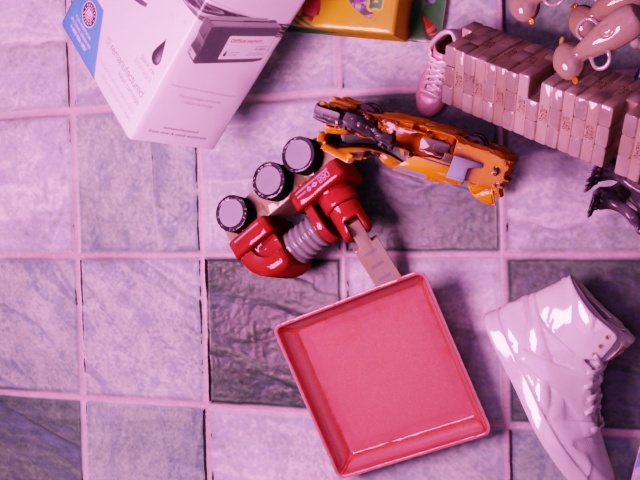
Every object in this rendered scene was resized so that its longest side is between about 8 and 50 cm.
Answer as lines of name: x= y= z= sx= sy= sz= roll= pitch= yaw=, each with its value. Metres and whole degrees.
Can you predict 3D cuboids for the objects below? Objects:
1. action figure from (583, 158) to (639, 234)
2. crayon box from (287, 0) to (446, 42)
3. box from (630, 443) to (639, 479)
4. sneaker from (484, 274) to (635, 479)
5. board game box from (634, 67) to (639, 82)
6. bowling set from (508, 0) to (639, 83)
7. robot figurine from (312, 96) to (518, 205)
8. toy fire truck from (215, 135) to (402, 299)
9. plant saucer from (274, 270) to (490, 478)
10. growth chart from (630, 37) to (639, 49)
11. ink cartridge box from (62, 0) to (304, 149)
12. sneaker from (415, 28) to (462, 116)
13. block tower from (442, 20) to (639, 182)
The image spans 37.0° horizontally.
action figure: x=0.475 y=-0.012 z=1.224 sx=0.275 sy=0.164 sz=0.141 roll=25 pitch=64 yaw=24
crayon box: x=0.033 y=-0.410 z=1.422 sx=0.318 sy=0.081 sz=0.202 roll=9 pitch=96 yaw=21
box: x=0.483 y=0.312 z=1.297 sx=0.109 sy=0.042 sz=0.178 roll=15 pitch=99 yaw=21
sneaker: x=0.364 y=0.194 z=1.305 sx=0.169 sy=0.108 sz=0.293 roll=-31 pitch=80 yaw=24
board game box: x=0.471 y=-0.175 z=1.236 sx=0.194 sy=0.060 sz=0.194 roll=38 pitch=141 yaw=-3
bowling set: x=0.347 y=-0.335 z=1.253 sx=0.154 sy=0.199 sz=0.287 roll=-33 pitch=67 yaw=42
robot figurine: x=0.125 y=-0.132 z=1.339 sx=0.291 sy=0.211 sz=0.085 roll=18 pitch=103 yaw=13
toy fire truck: x=0.000 y=0.000 z=1.438 sx=0.217 sy=0.158 sz=0.246 roll=-39 pitch=68 yaw=19
plant saucer: x=0.094 y=0.200 z=1.434 sx=0.258 sy=0.047 sz=0.259 roll=-22 pitch=92 yaw=22
growth chart: x=0.516 y=-0.328 z=1.261 sx=0.172 sy=0.021 sz=0.237 roll=30 pitch=103 yaw=19
ink cartridge box: x=-0.185 y=-0.376 z=1.386 sx=0.395 sy=0.166 sz=0.285 roll=-54 pitch=55 yaw=29
sneaker: x=0.168 y=-0.245 z=1.381 sx=0.051 sy=0.070 sz=0.134 roll=28 pitch=104 yaw=18
block tower: x=0.309 y=-0.186 z=1.255 sx=0.335 sy=0.097 sz=0.091 roll=30 pitch=138 yaw=34
